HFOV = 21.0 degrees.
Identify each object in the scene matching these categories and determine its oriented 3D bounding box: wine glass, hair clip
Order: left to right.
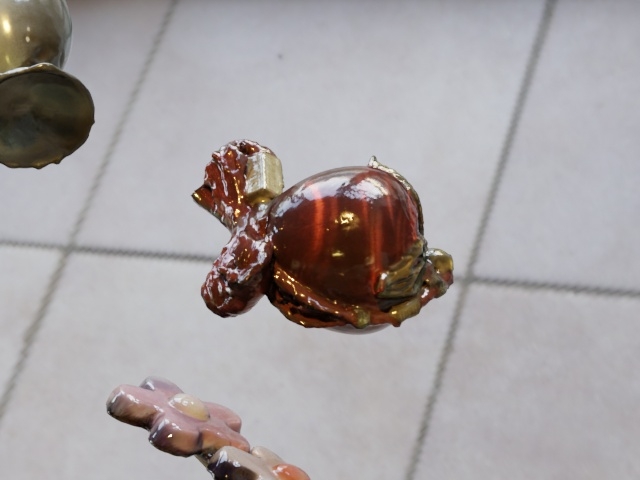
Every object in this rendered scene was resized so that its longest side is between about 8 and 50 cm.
[{"bbox_3d":[-0.244,-0.159,1.360,0.103,0.103,0.222,-29,45,5],"label":"wine glass"},{"bbox_3d":[-0.078,0.198,1.528,0.257,0.146,0.075,40,110,23],"label":"hair clip"}]

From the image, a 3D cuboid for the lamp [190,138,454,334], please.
[{"bbox_3d":[0.006,-0.008,1.550,0.215,0.223,0.151,-93,25,-50],"label":"lamp"}]
